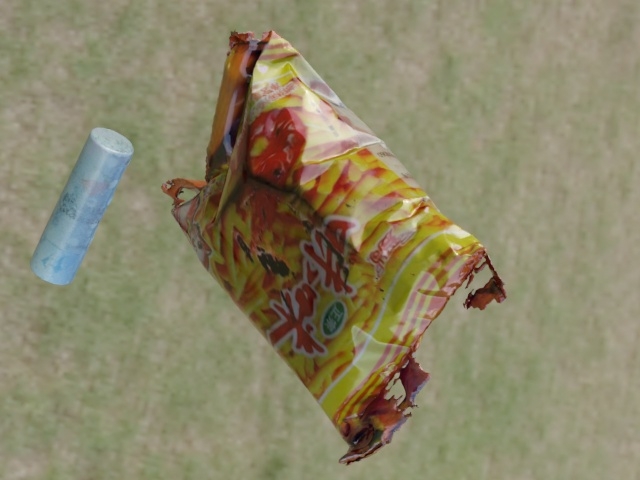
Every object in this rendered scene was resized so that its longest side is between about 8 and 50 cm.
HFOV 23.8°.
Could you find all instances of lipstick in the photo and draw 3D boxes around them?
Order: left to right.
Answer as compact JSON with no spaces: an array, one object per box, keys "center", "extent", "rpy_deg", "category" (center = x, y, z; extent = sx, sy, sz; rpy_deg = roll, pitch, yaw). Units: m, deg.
[{"center":[-0.232,-0.032,1.479],"extent":[0.048,0.048,0.158],"rpy_deg":[-10,134,-56],"category":"lipstick"}]

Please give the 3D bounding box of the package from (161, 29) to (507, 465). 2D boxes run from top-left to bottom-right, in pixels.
[{"center":[0.003,-0.004,1.123],"extent":[0.108,0.288,0.223],"rpy_deg":[-25,156,-42],"category":"package"}]
